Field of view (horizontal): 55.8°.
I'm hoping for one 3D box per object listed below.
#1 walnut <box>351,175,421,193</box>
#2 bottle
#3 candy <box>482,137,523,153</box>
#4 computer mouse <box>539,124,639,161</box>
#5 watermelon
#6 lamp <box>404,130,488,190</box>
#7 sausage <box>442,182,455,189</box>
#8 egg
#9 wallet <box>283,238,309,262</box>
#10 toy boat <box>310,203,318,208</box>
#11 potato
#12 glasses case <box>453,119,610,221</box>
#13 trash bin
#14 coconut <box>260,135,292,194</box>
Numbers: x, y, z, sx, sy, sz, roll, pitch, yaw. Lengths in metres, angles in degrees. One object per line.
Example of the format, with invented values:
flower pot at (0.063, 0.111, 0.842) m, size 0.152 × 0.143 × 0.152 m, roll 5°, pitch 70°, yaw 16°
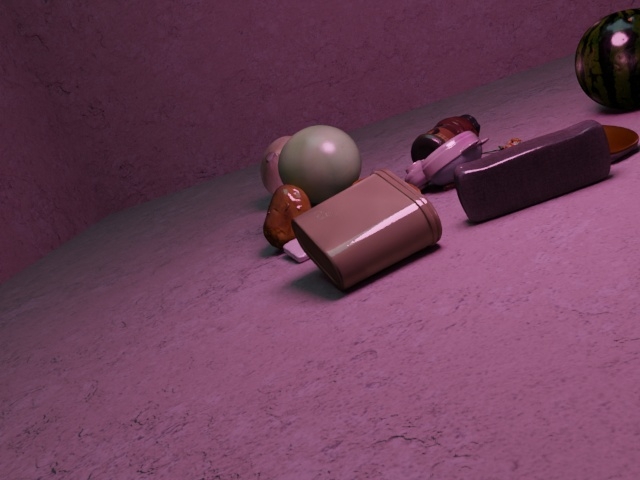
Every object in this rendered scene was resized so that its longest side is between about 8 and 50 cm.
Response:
walnut at (0.167, -0.096, 1.553) m, size 0.167 × 0.086 × 0.211 m, roll -11°, pitch 26°, yaw -14°
bottle at (0.396, -0.307, 1.879) m, size 0.156 × 0.143 × 0.271 m, roll 23°, pitch 43°, yaw 31°
candy at (0.532, -0.271, 1.788) m, size 0.056 × 0.048 × 0.185 m, roll 5°, pitch 0°, yaw -22°
computer mouse at (0.619, -0.234, 1.489) m, size 0.158 × 0.071 × 0.310 m, roll -25°, pitch 16°, yaw -20°
watermelon at (0.871, -0.513, 1.705) m, size 0.285 × 0.285 × 0.285 m, roll -19°, pitch 16°, yaw 6°
lamp at (0.345, -0.204, 1.657) m, size 0.246 × 0.107 × 0.180 m, roll -32°, pitch -9°, yaw 31°
sausage at (0.377, -0.155, 1.628) m, size 0.100 × 0.015 × 0.015 m, roll -19°, pitch 16°, yaw 5°
egg at (-0.005, -0.214, 1.717) m, size 0.221 × 0.220 × 0.270 m, roll -29°, pitch 14°, yaw -26°
wallet at (0.000, 0.000, 1.565) m, size 0.183 × 0.031 × 0.124 m, roll -24°, pitch 22°, yaw -17°
toy boat at (-0.048, -0.144, 1.936) m, size 0.215 × 0.123 × 0.330 m, roll -11°, pitch 18°, yaw 28°
potato at (-0.086, -0.062, 1.648) m, size 0.137 × 0.175 × 0.137 m, roll 23°, pitch 13°, yaw -6°
glasses case at (0.453, -0.147, 1.298) m, size 0.324 × 0.131 × 0.074 m, roll -19°, pitch 25°, yaw 5°
trash bin at (0.094, -0.025, 1.297) m, size 0.248 × 0.121 × 0.243 m, roll -29°, pitch 42°, yaw -15°
coconut at (-0.103, -0.255, 2.152) m, size 0.241 × 0.241 × 0.241 m, roll -19°, pitch 16°, yaw 6°
